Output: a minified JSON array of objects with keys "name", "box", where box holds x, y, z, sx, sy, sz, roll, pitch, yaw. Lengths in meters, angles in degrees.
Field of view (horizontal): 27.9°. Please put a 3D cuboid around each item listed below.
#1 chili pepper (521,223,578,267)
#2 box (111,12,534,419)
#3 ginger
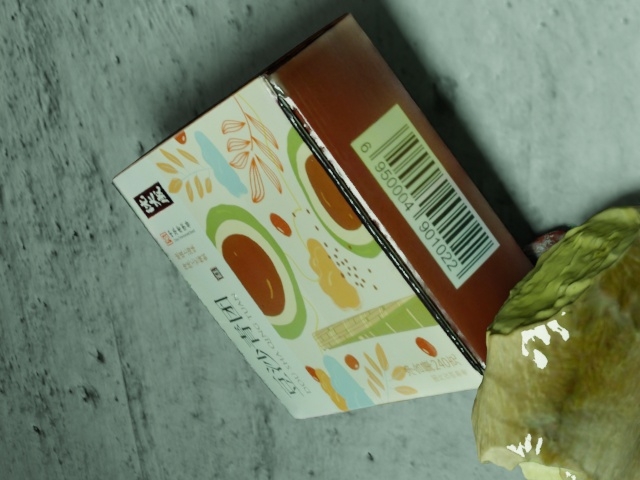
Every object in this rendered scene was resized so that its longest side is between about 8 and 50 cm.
[{"name":"chili pepper","box":[0.206,0.029,1.218,0.153,0.041,0.050,-44,68,53]},{"name":"box","box":[0.000,0.000,1.292,0.345,0.122,0.385,53,150,-9]},{"name":"ginger","box":[0.246,0.107,1.088,0.221,0.275,0.130,57,180,-8]}]
